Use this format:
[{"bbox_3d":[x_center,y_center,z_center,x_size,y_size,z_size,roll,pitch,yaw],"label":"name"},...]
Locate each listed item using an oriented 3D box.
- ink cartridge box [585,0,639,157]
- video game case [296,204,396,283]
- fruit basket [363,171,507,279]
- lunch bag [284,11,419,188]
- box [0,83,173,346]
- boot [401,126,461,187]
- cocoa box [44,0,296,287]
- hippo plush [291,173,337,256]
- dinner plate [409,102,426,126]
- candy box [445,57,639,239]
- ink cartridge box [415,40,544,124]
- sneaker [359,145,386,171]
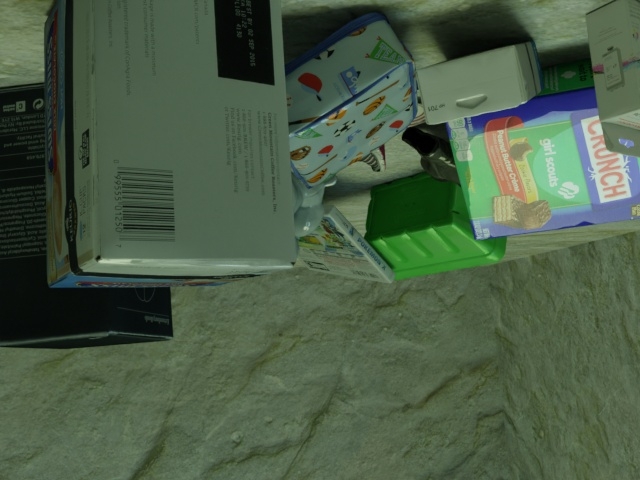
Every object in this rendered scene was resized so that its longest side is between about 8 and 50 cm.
[{"bbox_3d":[0.435,-0.218,1.035,0.115,0.198,0.067,2,169,-35],"label":"ink cartridge box"},{"bbox_3d":[0.000,0.000,1.996,0.329,0.036,0.300,8,150,48],"label":"video game case"},{"bbox_3d":[0.345,-0.041,1.970,0.391,0.283,0.392,8,158,3],"label":"fruit basket"},{"bbox_3d":[0.034,-0.197,1.105,0.243,0.115,0.303,-34,170,2],"label":"lunch bag"},{"bbox_3d":[-0.397,-0.024,1.258,0.211,0.396,0.293,-6,170,6],"label":"box"},{"bbox_3d":[0.228,-0.183,1.524,0.161,0.083,0.246,32,-175,-22],"label":"boot"},{"bbox_3d":[-0.186,-0.125,0.887,0.231,0.347,0.228,2,170,-32],"label":"cocoa box"},{"bbox_3d":[-0.108,-0.097,1.642,0.234,0.294,0.236,12,-155,25],"label":"hippo plush"},{"bbox_3d":[0.138,-0.232,1.383,0.141,0.017,0.141,-4,170,-1],"label":"dinner plate"},{"bbox_3d":[0.390,-0.151,1.258,0.317,0.122,0.268,-9,127,19],"label":"candy box"},{"bbox_3d":[0.231,-0.226,1.072,0.139,0.082,0.190,-9,-169,25],"label":"ink cartridge box"},{"bbox_3d":[0.090,-0.182,1.531,0.074,0.063,0.170,-6,165,12],"label":"sneaker"}]
